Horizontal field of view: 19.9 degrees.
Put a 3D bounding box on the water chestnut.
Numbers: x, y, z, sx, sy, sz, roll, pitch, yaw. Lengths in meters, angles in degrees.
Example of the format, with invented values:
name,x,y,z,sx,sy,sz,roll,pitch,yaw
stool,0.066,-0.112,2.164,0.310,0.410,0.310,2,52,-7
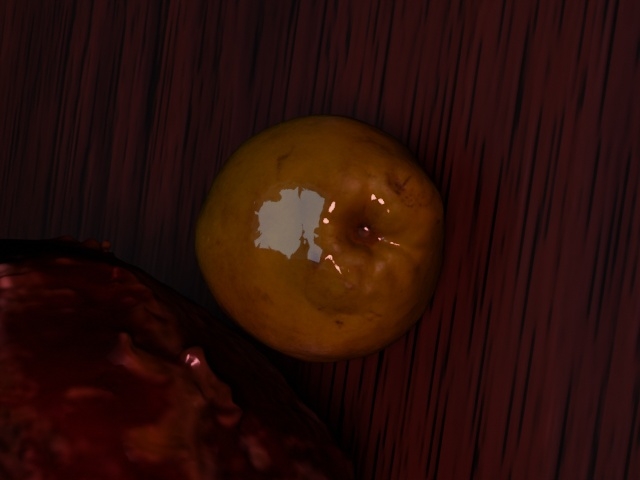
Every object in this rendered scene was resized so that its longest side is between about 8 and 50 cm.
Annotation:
name,x,y,z,sx,sy,sz,roll,pitch,yaw
water chestnut,-0.143,0.165,0.776,0.350,0.302,0.350,174,90,-71

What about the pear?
name,x,y,z,sx,sy,sz,roll,pitch,yaw
pear,0.000,0.000,0.783,0.131,0.107,0.107,164,108,-65
